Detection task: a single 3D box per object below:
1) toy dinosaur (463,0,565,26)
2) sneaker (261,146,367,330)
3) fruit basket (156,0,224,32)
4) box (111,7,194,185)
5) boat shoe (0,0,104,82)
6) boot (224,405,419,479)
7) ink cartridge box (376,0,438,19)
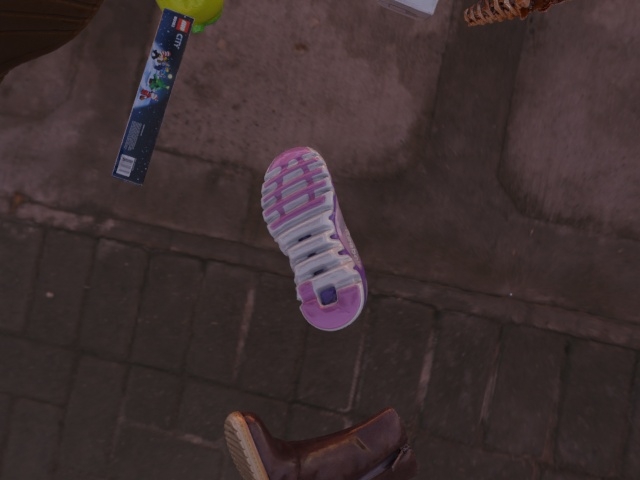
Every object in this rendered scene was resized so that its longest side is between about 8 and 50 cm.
[{"bbox_3d":[0.284,-0.364,0.999,0.321,0.164,0.219,-25,67,26],"label":"toy dinosaur"},{"bbox_3d":[0.000,0.000,1.065,0.095,0.104,0.237,-22,75,16],"label":"sneaker"},{"bbox_3d":[-0.229,-0.545,1.376,0.392,0.392,0.283,38,81,12],"label":"fruit basket"},{"bbox_3d":[-0.236,-0.192,1.195,0.044,0.159,0.233,18,90,-13],"label":"box"},{"bbox_3d":[-0.271,-0.188,0.644,0.342,0.123,0.123,-26,78,46],"label":"boat shoe"},{"bbox_3d":[0.005,0.266,1.089,0.206,0.090,0.249,-33,117,-18],"label":"boot"},{"bbox_3d":[0.151,-0.420,1.285,0.093,0.212,0.154,21,101,-3],"label":"ink cartridge box"}]
